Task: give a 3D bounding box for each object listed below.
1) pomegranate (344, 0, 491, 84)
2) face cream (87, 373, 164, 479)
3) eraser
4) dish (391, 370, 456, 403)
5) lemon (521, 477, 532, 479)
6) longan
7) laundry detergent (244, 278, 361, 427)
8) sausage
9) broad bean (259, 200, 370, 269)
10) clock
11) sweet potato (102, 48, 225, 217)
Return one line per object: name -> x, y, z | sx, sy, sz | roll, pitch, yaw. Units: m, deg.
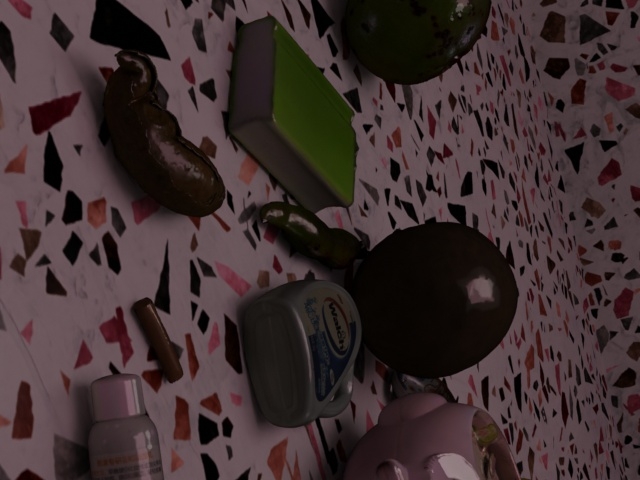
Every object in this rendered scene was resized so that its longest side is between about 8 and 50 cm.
pomegranate -> 0.166, -0.464, 2.132 | 0.323, 0.291, 0.291 | 57, 30, -17
face cream -> -0.210, 0.281, 1.238 | 0.082, 0.082, 0.269 | 5, 76, -64
eraser -> -0.039, -0.195, 1.794 | 0.274, 0.092, 0.210 | 42, 43, -51
dish -> 0.174, 0.300, 2.072 | 0.141, 0.078, 0.141 | 31, 24, -15
lemon -> 0.383, 0.605, 2.171 | 0.260, 0.261, 0.284 | -2, 81, -65
longan -> 0.196, 0.098, 1.939 | 0.297, 0.297, 0.297 | 37, 47, -55
laundry detergent -> -0.005, 0.164, 1.697 | 0.280, 0.105, 0.214 | -6, 85, -67
sausage -> -0.200, 0.126, 1.390 | 0.116, 0.026, 0.026 | 69, 26, -21
broad bean -> 0.000, 0.000, 1.823 | 0.339, 0.061, 0.077 | 27, 49, -61
clock -> 0.166, 0.431, 1.752 | 0.368, 0.251, 0.377 | 71, 19, 4
sweet potato -> -0.195, -0.107, 1.419 | 0.310, 0.098, 0.124 | 58, 24, -44
